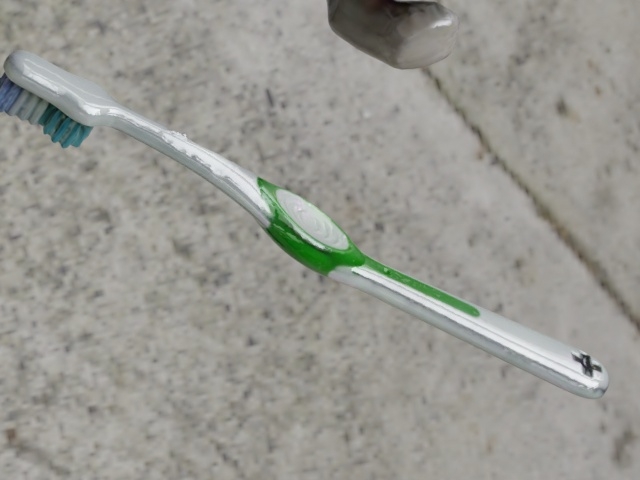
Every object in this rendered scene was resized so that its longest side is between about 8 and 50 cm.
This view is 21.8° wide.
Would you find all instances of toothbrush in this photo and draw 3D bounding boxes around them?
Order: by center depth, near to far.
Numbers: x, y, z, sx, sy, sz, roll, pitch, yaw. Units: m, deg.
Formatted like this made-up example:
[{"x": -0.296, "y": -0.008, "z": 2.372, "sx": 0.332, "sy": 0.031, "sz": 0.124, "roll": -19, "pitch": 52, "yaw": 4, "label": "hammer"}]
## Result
[{"x": 0.001, "y": -0.001, "z": 0.708, "sx": 0.304, "sy": 0.030, "sz": 0.030, "roll": 27, "pitch": 56, "yaw": -16, "label": "toothbrush"}]

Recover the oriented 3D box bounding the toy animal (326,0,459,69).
[{"x": 0.081, "y": -0.322, "z": 1.002, "sx": 0.302, "sy": 0.344, "sz": 0.194, "roll": 52, "pitch": -7, "yaw": 32, "label": "toy animal"}]
